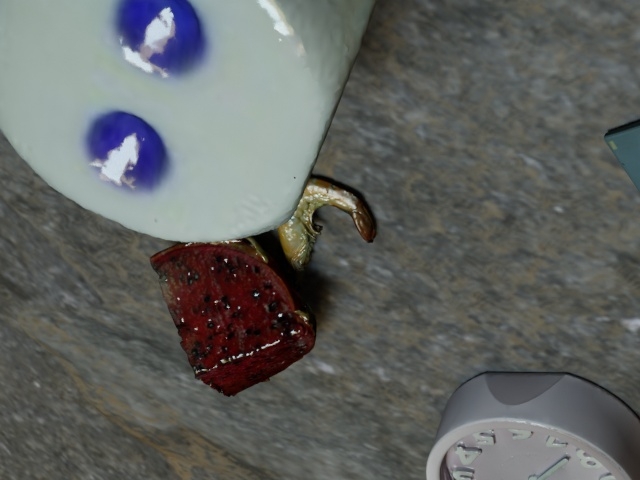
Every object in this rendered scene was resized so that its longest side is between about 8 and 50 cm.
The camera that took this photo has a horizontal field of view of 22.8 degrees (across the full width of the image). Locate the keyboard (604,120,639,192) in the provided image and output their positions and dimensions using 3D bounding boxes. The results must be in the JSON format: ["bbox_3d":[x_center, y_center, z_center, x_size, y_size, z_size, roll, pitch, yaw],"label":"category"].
[{"bbox_3d":[0.283,-0.023,1.213,0.055,0.014,0.176,-19,120,37],"label":"keyboard"}]

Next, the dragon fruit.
[{"bbox_3d":[-0.068,0.065,1.418,0.127,0.120,0.161,-18,161,3],"label":"dragon fruit"}]

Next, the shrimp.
[{"bbox_3d":[0.000,0.000,1.357,0.091,0.025,0.127,16,133,7],"label":"shrimp"}]

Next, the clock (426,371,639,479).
[{"bbox_3d":[0.197,0.206,1.428,0.197,0.068,0.197,13,135,13],"label":"clock"}]

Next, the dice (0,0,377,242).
[{"bbox_3d":[-0.081,-0.176,1.067,0.243,0.259,0.251,23,135,0],"label":"dice"}]
